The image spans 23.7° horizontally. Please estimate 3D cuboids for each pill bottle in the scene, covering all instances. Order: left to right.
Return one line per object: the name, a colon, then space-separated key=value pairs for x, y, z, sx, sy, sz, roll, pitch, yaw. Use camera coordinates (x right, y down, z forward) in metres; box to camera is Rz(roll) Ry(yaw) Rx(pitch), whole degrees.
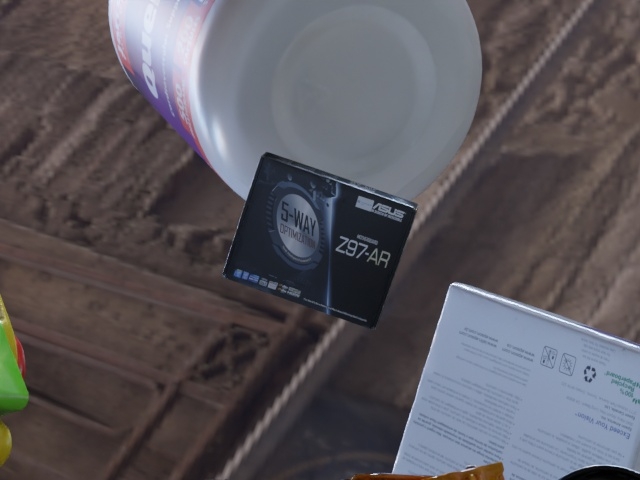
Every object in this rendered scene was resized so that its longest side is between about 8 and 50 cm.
pill bottle: x=-0.035 y=-0.138 z=1.018 sx=0.181 sy=0.323 sz=0.181 roll=-8 pitch=-68 yaw=-19

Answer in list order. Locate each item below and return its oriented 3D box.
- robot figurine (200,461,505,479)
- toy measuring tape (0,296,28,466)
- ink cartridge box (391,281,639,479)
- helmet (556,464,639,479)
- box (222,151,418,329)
robot figurine: x=-0.017 y=0.231 z=0.851 sx=0.291 sy=0.085 sz=0.211 roll=-13 pitch=-113 yaw=-8
toy measuring tape: x=-0.316 y=0.051 z=1.208 sx=0.121 sy=0.330 sz=0.121 roll=-20 pitch=-32 yaw=-13
ink cartridge box: x=0.208 y=0.238 z=1.577 sx=0.071 sy=0.324 sz=0.330 roll=14 pitch=-86 yaw=-37
helmet: x=0.223 y=0.265 z=1.176 sx=0.161 sy=0.169 sz=0.169 roll=-34 pitch=-60 yaw=-54
box: x=0.000 y=0.000 z=0.770 sx=0.018 sy=0.083 sz=0.067 roll=-60 pitch=-10 yaw=-78
